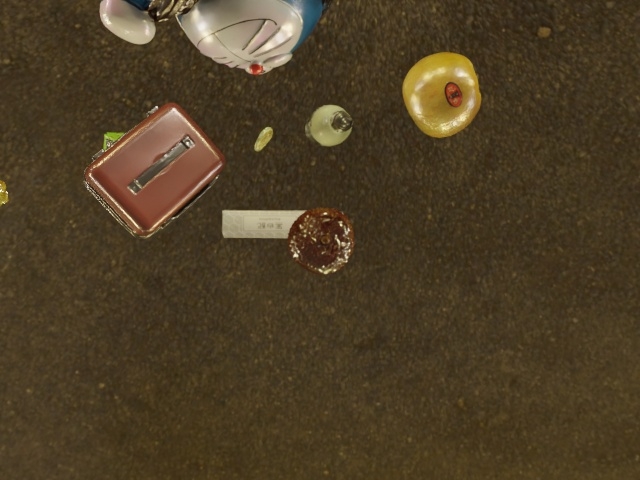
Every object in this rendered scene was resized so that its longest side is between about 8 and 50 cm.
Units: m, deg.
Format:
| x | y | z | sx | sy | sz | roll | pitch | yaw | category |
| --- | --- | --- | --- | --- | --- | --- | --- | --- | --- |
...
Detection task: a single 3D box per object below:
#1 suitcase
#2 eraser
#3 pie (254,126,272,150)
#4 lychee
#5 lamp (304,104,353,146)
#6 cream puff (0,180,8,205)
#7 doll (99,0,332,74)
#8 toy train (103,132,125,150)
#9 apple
| x | y | z | sx | sy | sz | roll | pitch | yaw | category |
| --- | --- | --- | --- | --- | --- | --- | --- | --- | --- |
| -0.403 | -0.169 | 1.540 | 0.236 | 0.297 | 0.161 | 48 | 157 | -13 | suitcase |
| -0.125 | -0.055 | 2.124 | 0.403 | 0.098 | 0.097 | 1 | 93 | 1 | eraser |
| -0.169 | -0.298 | 1.842 | 0.021 | 0.084 | 0.084 | 36 | 120 | 8 | pie |
| -0.001 | 0.003 | 1.712 | 0.194 | 0.194 | 0.195 | 2 | 123 | 3 | lychee |
| 0.017 | -0.278 | 1.538 | 0.101 | 0.250 | 0.101 | -1 | 92 | -18 | lamp |
| -0.592 | -0.078 | 1.093 | 0.083 | 0.083 | 0.058 | 26 | 158 | -37 | cream puff |
| -0.131 | -0.369 | 0.890 | 0.309 | 0.240 | 0.284 | 11 | 167 | -39 | doll |
| -0.567 | -0.256 | 2.053 | 0.307 | 0.248 | 0.174 | 23 | 111 | 35 | toy train |
| 0.260 | -0.308 | 1.324 | 0.155 | 0.182 | 0.182 | -27 | 117 | 21 | apple |
